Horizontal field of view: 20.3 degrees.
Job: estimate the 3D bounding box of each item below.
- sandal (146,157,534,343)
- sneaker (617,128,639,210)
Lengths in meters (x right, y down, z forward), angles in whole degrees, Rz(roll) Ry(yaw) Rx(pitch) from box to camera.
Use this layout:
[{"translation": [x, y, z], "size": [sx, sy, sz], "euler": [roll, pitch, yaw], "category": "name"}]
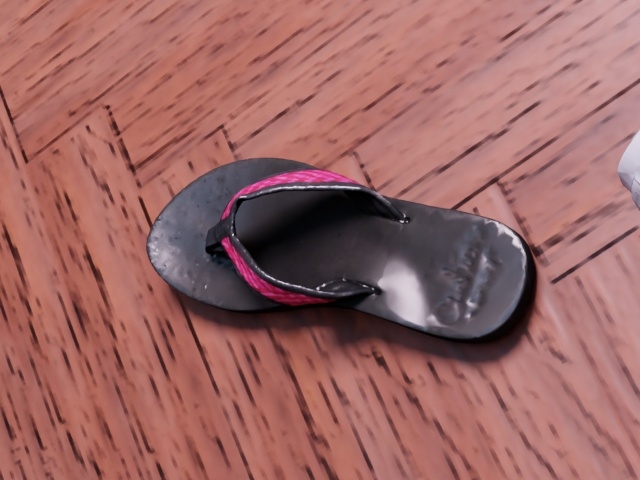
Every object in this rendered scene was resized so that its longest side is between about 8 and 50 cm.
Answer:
[{"translation": [0.000, 0.000, 0.719], "size": [0.179, 0.040, 0.067], "euler": [9, 81, 34], "category": "sandal"}, {"translation": [0.215, -0.085, 0.590], "size": [0.091, 0.094, 0.258], "euler": [44, 106, 15], "category": "sneaker"}]
